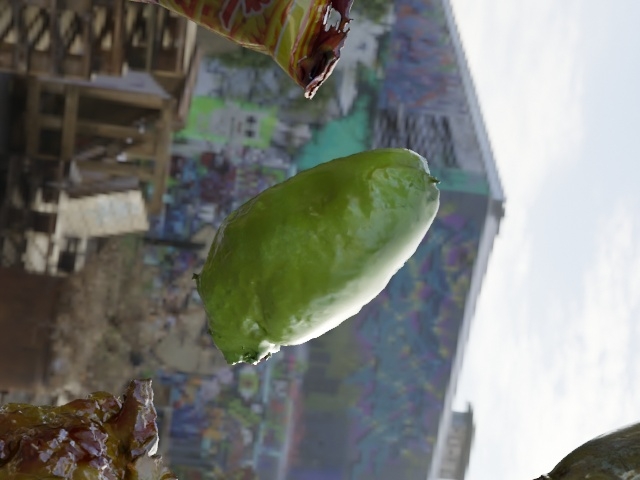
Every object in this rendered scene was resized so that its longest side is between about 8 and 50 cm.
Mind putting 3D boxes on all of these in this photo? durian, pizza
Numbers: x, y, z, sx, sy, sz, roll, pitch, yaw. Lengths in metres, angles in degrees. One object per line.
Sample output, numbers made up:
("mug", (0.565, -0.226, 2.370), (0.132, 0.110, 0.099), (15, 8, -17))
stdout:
("durian", (0.000, 0.000, 1.537), (0.340, 0.204, 0.256), (-40, 178, 43))
("pizza", (-0.202, 0.152, 0.793), (0.229, 0.290, 0.081), (-28, 105, -51))

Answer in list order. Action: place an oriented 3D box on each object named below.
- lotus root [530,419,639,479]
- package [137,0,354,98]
("lotus root", (0.348, 0.259, 1.184), (0.175, 0.350, 0.175), (52, -28, 44))
("package", (-0.074, -0.291, 1.133), (0.108, 0.288, 0.223), (-34, 147, -57))
